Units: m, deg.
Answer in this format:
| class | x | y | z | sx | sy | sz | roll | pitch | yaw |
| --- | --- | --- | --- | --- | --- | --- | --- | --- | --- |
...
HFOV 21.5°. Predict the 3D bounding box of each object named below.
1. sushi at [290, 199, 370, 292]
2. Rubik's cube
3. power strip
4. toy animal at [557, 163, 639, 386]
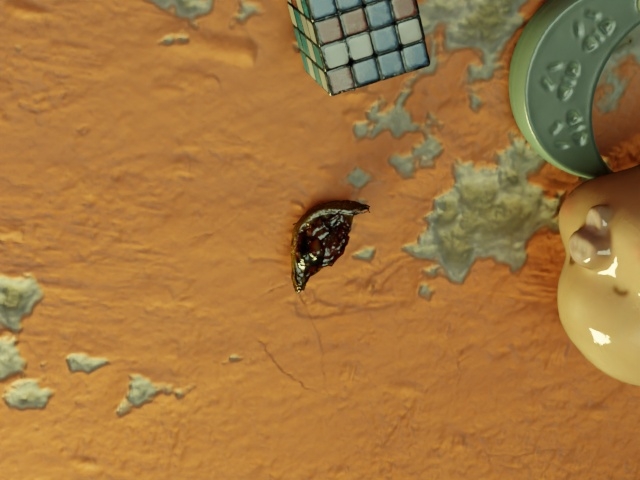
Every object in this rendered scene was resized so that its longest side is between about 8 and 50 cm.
| class | x | y | z | sx | sy | sz | roll | pitch | yaw |
| --- | --- | --- | --- | --- | --- | --- | --- | --- | --- |
| sushi | 0.000 | 0.000 | 1.509 | 0.050 | 0.047 | 0.099 | 28 | 98 | -20 |
| Rubik's cube | 0.029 | -0.186 | 1.425 | 0.092 | 0.092 | 0.092 | -19 | 112 | -8 |
| power strip | 0.243 | -0.166 | 1.520 | 0.137 | 0.044 | 0.216 | 12 | 106 | -19 |
| toy animal | 0.358 | 0.016 | 1.527 | 0.326 | 0.237 | 0.269 | 11 | 104 | -34 |
